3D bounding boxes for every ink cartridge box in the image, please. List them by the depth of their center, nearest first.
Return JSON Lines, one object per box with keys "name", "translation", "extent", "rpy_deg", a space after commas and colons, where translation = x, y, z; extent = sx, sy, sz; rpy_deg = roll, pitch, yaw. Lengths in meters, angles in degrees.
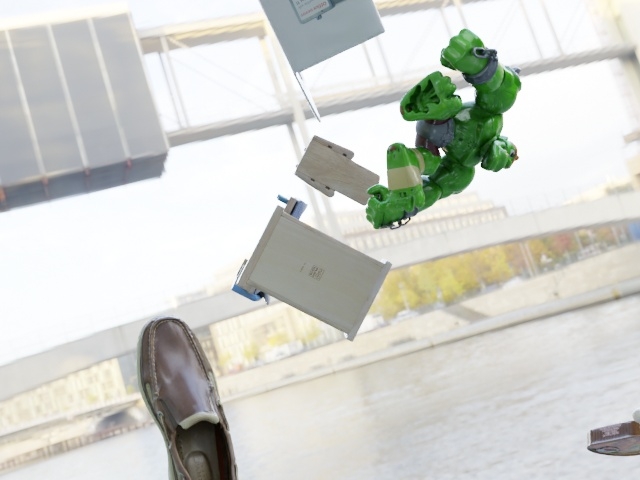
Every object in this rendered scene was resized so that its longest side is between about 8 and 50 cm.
{"name": "ink cartridge box", "translation": [-0.034, -0.335, 0.865], "extent": [0.119, 0.207, 0.353], "rpy_deg": [-24, -54, 5]}

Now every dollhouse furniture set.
{"name": "dollhouse furniture set", "translation": [0.000, 0.000, 1.294], "extent": [0.198, 0.286, 0.303], "rpy_deg": [27, 0, -6]}

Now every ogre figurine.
{"name": "ogre figurine", "translation": [0.120, -0.098, 0.697], "extent": [0.118, 0.197, 0.097], "rpy_deg": [-13, 30, -40]}

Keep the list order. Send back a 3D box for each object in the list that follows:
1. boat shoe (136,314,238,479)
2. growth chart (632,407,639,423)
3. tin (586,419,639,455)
{"name": "boat shoe", "translation": [-0.148, 0.207, 0.901], "extent": [0.095, 0.257, 0.095], "rpy_deg": [-14, -9, -30]}
{"name": "growth chart", "translation": [0.417, 0.181, 0.706], "extent": [0.237, 0.172, 0.021], "rpy_deg": [-34, 2, 42]}
{"name": "tin", "translation": [0.570, 0.361, 1.384], "extent": [0.106, 0.040, 0.190], "rpy_deg": [20, -29, -16]}
